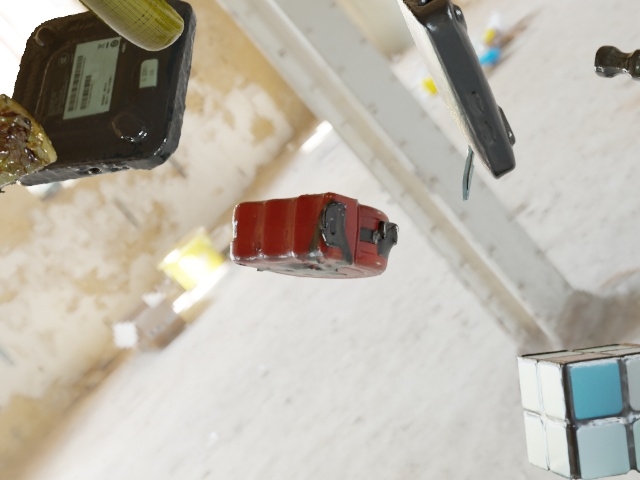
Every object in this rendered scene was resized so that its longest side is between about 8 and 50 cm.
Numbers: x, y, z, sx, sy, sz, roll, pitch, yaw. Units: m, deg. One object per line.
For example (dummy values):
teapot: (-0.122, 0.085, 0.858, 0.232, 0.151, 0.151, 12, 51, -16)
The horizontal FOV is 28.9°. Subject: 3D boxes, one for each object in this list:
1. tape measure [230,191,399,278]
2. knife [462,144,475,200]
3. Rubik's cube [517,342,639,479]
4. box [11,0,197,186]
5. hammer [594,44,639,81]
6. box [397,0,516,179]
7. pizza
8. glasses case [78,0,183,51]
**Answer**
tape measure: (-0.001, 0.000, 2.038, 0.253, 0.260, 0.114, -3, 77, 40)
knife: (0.255, -0.137, 2.114, 0.015, 0.028, 0.210, 2, 37, 11)
Rubik's cube: (0.399, 0.239, 1.773, 0.180, 0.167, 0.183, -5, -2, -10)
box: (-0.393, -0.270, 2.220, 0.350, 0.091, 0.359, -7, 61, 22)
hammer: (0.526, -0.203, 1.551, 0.168, 0.044, 0.440, 16, 14, 43)
box: (0.192, -0.256, 1.798, 0.073, 0.289, 0.290, -25, 26, 7)
pizza: (-0.493, -0.132, 1.934, 0.069, 0.154, 0.194, -9, 39, 31)
glasses case: (-0.279, -0.333, 1.683, 0.079, 0.234, 0.064, -28, 52, 20)
